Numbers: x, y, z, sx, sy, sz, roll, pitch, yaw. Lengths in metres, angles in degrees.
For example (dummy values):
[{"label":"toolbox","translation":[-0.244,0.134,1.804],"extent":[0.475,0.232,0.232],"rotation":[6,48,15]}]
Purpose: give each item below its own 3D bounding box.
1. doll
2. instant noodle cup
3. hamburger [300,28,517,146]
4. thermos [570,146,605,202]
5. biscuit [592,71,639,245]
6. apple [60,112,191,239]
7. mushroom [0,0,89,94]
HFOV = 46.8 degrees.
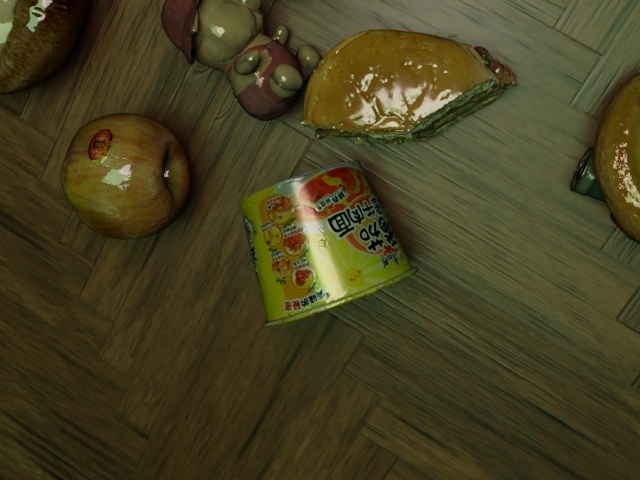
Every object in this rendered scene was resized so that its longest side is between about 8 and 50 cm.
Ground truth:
[{"label":"doll","translation":[-0.130,-0.310,1.154],"extent":[0.255,0.196,0.152],"rotation":[38,89,-4]},{"label":"instant noodle cup","translation":[0.000,0.000,1.161],"extent":[0.264,0.264,0.200],"rotation":[-20,90,16]},{"label":"hamburger","translation":[0.116,-0.229,1.133],"extent":[0.282,0.155,0.245],"rotation":[-44,82,13]},{"label":"thermos","translation":[0.483,-0.076,1.121],"extent":[0.187,0.083,0.073],"rotation":[24,148,6]},{"label":"biscuit","translation":[0.537,-0.119,1.038],"extent":[0.296,0.102,0.297],"rotation":[0,83,1]},{"label":"apple","translation":[-0.321,-0.105,1.226],"extent":[0.187,0.211,0.211],"rotation":[-2,101,14]},{"label":"mushroom","translation":[-0.526,-0.427,1.218],"extent":[0.344,0.239,0.345],"rotation":[3,123,5]}]
